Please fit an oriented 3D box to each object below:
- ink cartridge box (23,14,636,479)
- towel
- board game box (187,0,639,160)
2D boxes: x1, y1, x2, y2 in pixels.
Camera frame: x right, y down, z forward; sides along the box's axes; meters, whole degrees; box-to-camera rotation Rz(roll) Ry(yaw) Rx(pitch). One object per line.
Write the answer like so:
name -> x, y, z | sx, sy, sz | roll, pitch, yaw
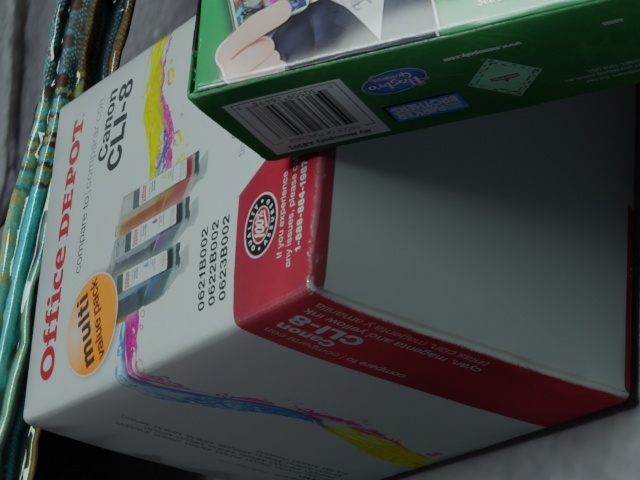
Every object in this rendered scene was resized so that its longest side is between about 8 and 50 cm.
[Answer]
ink cartridge box -> 0.000, 0.000, 0.663 | 0.176, 0.127, 0.128 | -27, 52, 50
towel -> -0.141, 0.090, 0.829 | 0.271, 0.040, 0.370 | 142, 140, -75
board game box -> 0.117, -0.152, 0.519 | 0.317, 0.046, 0.213 | -10, 61, 27
